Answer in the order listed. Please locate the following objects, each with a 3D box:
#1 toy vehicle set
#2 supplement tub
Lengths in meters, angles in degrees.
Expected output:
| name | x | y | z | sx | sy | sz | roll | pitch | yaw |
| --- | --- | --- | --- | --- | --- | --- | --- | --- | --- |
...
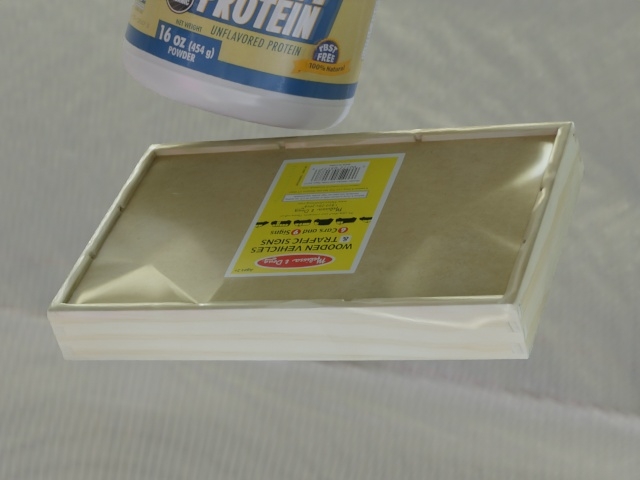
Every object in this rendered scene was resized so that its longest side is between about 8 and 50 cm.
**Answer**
| name | x | y | z | sx | sy | sz | roll | pitch | yaw |
| --- | --- | --- | --- | --- | --- | --- | --- | --- | --- |
| toy vehicle set | 0.000 | 0.000 | 1.067 | 0.267 | 0.035 | 0.166 | -2 | -144 | 22 |
| supplement tub | -0.029 | -0.178 | 1.148 | 0.144 | 0.199 | 0.144 | 14 | -167 | -3 |
